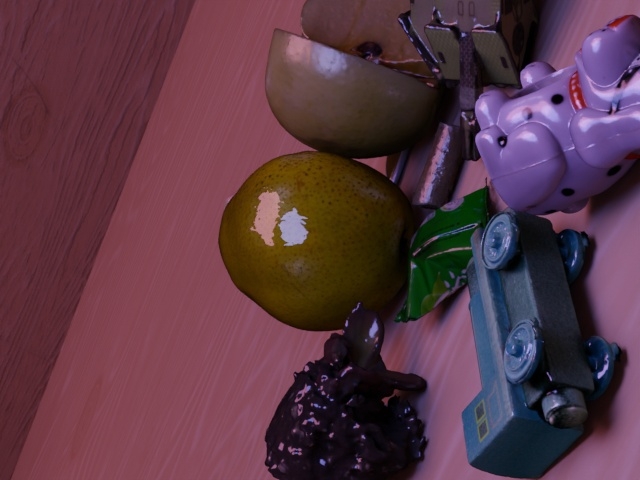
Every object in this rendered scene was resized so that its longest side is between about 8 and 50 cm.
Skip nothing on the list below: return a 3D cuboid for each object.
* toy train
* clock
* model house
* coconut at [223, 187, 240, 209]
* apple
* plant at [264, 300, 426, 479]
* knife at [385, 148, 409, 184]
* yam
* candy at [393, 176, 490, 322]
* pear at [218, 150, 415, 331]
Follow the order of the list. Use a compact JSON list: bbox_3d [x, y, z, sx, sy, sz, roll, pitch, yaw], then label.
[{"bbox_3d":[0.226,0.105,1.351,0.194,0.120,0.298,121,156,-42],"label":"toy train"},{"bbox_3d":[0.311,-0.137,1.277,0.254,0.189,0.189,-23,52,55],"label":"clock"},{"bbox_3d":[0.220,-0.266,1.665,0.204,0.218,0.279,7,117,31],"label":"model house"},{"bbox_3d":[-0.107,-0.043,2.217,0.152,0.147,0.147,-43,9,-26],"label":"coconut"},{"bbox_3d":[0.061,-0.246,1.812,0.295,0.257,0.233,-59,-15,-47],"label":"apple"},{"bbox_3d":[0.040,0.242,1.623,0.234,0.178,0.204,-53,15,18],"label":"plant"},{"bbox_3d":[0.150,-0.247,1.929,0.061,0.027,0.343,-1,73,63],"label":"knife"},{"bbox_3d":[0.175,-0.106,1.719,0.054,0.054,0.132,25,98,69],"label":"yam"},{"bbox_3d":[0.166,0.016,1.622,0.203,0.078,0.141,-50,30,34],"label":"candy"},{"bbox_3d":[0.000,0.000,1.772,0.294,0.294,0.294,-50,31,45],"label":"pear"}]
